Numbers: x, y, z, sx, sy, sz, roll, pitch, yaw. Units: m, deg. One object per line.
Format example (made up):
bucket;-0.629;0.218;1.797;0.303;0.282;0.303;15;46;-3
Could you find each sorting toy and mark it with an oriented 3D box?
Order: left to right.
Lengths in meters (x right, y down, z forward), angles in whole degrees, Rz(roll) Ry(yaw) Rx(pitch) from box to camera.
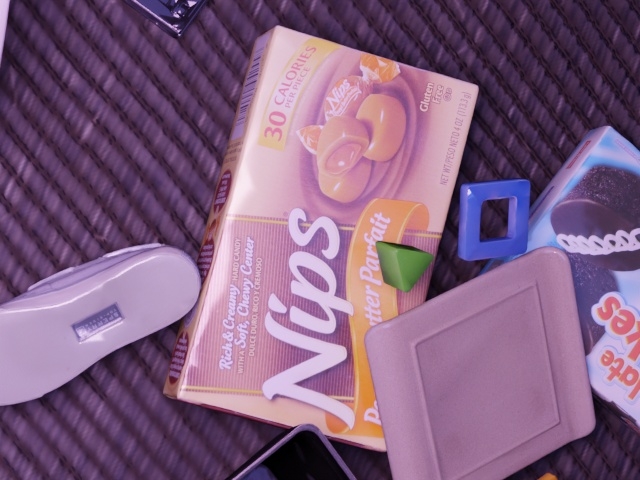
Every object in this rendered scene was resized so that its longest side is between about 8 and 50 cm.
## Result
sorting toy;0.129;0.116;1.557;0.196;0.047;0.347;-22;113;-25

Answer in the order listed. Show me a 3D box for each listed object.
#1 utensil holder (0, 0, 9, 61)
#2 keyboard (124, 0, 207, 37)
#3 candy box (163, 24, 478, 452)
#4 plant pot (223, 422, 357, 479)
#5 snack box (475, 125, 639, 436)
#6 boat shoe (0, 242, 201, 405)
utensil holder;-0.421;-0.258;1.358;0.386;0.327;0.327;4;88;-14
keyboard;-0.086;-0.254;1.586;0.108;0.023;0.180;36;82;-3
candy box;0.000;0.000;1.566;0.183;0.087;0.316;16;86;-12
plant pot;-0.042;0.267;1.511;0.187;0.167;0.188;-38;96;-10
snack box;0.308;0.073;1.647;0.322;0.060;0.187;39;83;-9
boat shoe;-0.203;0.066;1.524;0.228;0.081;0.079;-23;102;-2
